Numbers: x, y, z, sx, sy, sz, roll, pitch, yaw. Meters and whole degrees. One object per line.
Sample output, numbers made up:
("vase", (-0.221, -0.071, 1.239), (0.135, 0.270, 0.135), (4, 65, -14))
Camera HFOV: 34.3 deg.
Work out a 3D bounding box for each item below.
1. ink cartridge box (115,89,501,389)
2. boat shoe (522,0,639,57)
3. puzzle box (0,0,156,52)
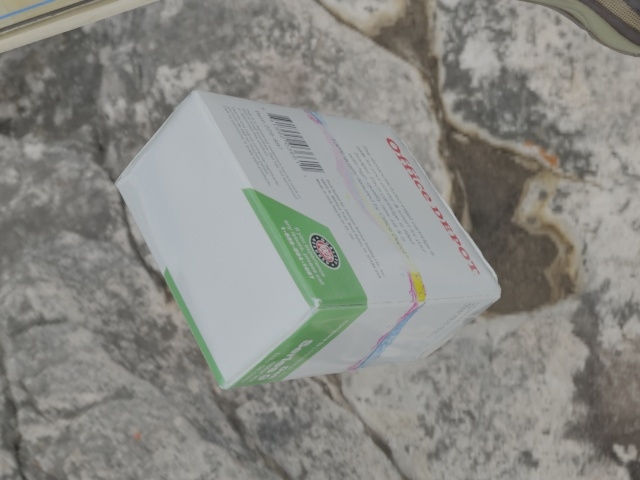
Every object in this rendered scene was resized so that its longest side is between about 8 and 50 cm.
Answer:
("ink cartridge box", (0.000, 0.000, 0.660), (0.093, 0.212, 0.154), (-44, 65, 30))
("boat shoe", (0.253, -0.229, 0.806), (0.130, 0.355, 0.132), (-14, 78, 52))
("puzzle box", (-0.208, -0.240, 0.601), (0.408, 0.272, 0.052), (-16, 43, 12))
